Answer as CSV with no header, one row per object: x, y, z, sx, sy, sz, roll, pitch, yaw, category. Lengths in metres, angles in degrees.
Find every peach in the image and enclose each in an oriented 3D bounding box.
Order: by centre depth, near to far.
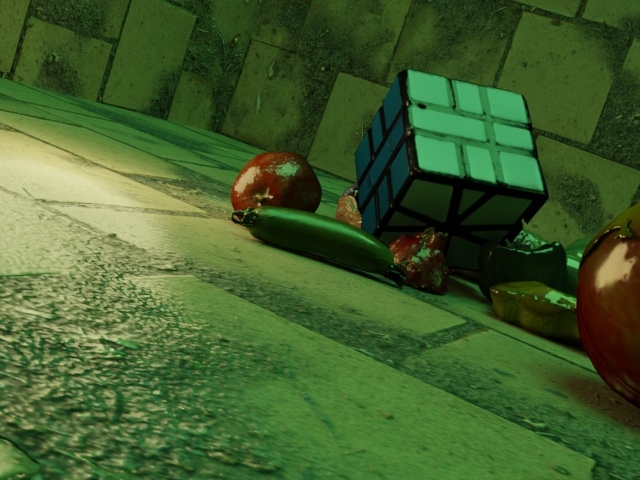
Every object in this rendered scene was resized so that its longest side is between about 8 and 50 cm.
0.518,0.102,1.112,0.369,0.370,0.370,19,7,-3,peach

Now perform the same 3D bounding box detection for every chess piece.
0.601,0.089,2.020,0.182,0.183,0.330,23,13,26,chess piece

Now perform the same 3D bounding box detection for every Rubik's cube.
0.249,-0.135,1.746,0.293,0.288,0.284,8,53,-19,Rubik's cube

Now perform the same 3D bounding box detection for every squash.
0.001,-0.002,1.468,0.318,0.080,0.071,19,-31,-11,squash

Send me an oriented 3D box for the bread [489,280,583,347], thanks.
0.414,0.129,1.535,0.233,0.088,0.160,20,2,23,bread

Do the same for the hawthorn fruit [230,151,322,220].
-0.093,-0.081,1.551,0.162,0.163,0.203,22,17,18,hawthorn fruit

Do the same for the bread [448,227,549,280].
0.335,0.002,1.975,0.338,0.155,0.187,19,3,-2,bread

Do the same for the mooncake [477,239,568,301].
0.388,0.056,1.685,0.175,0.168,0.104,34,3,-11,mooncake

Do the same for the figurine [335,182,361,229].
0.087,-0.046,1.948,0.114,0.126,0.157,-11,41,15,figurine

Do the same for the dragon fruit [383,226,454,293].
0.176,0.023,1.590,0.153,0.111,0.153,20,3,-1,dragon fruit
